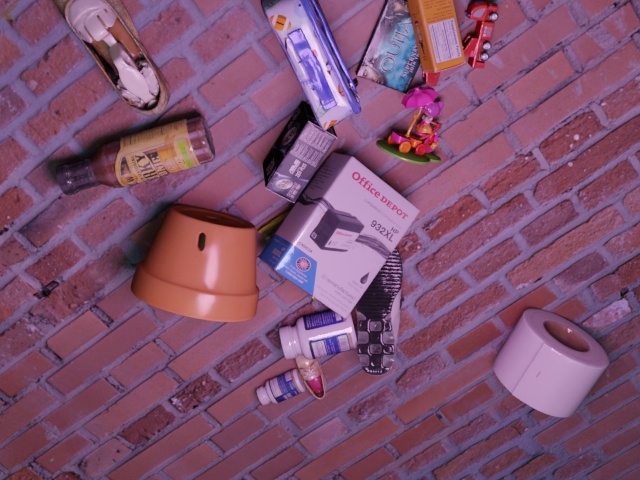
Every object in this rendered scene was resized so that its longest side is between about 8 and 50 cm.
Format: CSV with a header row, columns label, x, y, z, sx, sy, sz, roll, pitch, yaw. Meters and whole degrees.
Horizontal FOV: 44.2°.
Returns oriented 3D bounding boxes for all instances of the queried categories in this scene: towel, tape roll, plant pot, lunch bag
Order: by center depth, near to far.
label,x,y,z,sx,sy,sz,roll,pitch,yaw
lunch bag,-0.014,-0.379,1.606,0.115,0.243,0.303,-26,117,7
plant pot,-0.267,0.042,1.793,0.291,0.291,0.203,12,99,-13
towel,-0.044,0.041,1.917,0.102,0.021,0.237,-29,110,25
tape roll,0.594,0.313,2.042,0.246,0.246,0.169,19,113,-16

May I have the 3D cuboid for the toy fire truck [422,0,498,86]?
label,x,y,z,sx,sy,sz,roll,pitch,yaw
toy fire truck,0.303,-0.432,1.728,0.135,0.047,0.192,5,116,-8

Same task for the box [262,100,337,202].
label,x,y,z,sx,sy,sz,roll,pitch,yaw
box,-0.050,-0.198,1.750,0.077,0.147,0.180,27,112,-20

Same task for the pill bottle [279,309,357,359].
label,x,y,z,sx,sy,sz,roll,pitch,yaw
pill bottle,-0.006,0.241,2.005,0.186,0.112,0.112,-13,118,0

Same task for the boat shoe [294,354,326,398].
label,x,y,z,sx,sy,sz,roll,pitch,yaw
boat shoe,-0.023,0.350,2.089,0.063,0.059,0.170,-24,118,6

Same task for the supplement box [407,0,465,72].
label,x,y,z,sx,sy,sz,roll,pitch,yaw
supplement box,0.235,-0.473,1.648,0.080,0.078,0.233,-15,104,-8

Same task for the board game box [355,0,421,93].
label,x,y,z,sx,sy,sz,roll,pitch,yaw
board game box,0.169,-0.428,1.725,0.126,0.026,0.186,16,114,-15

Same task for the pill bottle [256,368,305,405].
label,x,y,z,sx,sy,sz,roll,pitch,yaw
pill bottle,-0.106,0.393,2.097,0.120,0.067,0.067,-24,118,6

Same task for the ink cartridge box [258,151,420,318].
label,x,y,z,sx,sy,sz,roll,pitch,yaw
ink cartridge box,0.044,-0.014,1.810,0.223,0.129,0.307,36,86,-23

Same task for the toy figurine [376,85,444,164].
label,x,y,z,sx,sy,sz,roll,pitch,yaw
toy figurine,0.229,-0.266,1.772,0.173,0.130,0.159,5,116,-34

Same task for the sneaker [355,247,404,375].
label,x,y,z,sx,sy,sz,roll,pitch,yaw
sneaker,0.147,0.163,1.993,0.122,0.146,0.330,6,94,11

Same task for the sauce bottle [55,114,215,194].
label,x,y,z,sx,sy,sz,roll,pitch,yaw
sauce bottle,-0.407,-0.179,1.739,0.344,0.111,0.111,-17,118,3

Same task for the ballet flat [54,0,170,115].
label,x,y,z,sx,sy,sz,roll,pitch,yaw
ballet flat,-0.427,-0.402,1.616,0.123,0.123,0.348,-29,117,8
